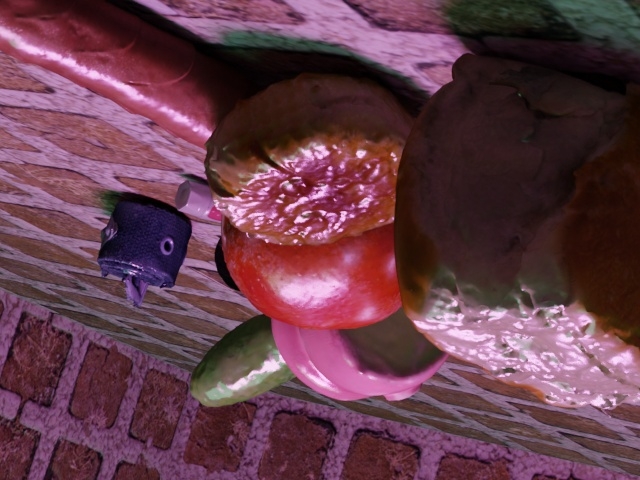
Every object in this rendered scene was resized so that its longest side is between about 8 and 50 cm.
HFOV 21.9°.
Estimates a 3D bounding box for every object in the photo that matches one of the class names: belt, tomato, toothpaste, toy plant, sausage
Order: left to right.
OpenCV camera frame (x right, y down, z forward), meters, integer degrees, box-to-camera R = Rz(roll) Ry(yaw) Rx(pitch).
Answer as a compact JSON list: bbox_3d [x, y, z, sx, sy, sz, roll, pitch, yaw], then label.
[{"bbox_3d":[-0.253,0.022,2.341,0.122,0.128,0.218,16,170,-1],"label":"belt"},{"bbox_3d":[-0.159,-0.151,1.479,0.433,0.088,0.088,26,166,-39],"label":"sausage"},{"bbox_3d":[-0.092,-0.032,2.088,0.194,0.043,0.067,17,166,-32],"label":"toothpaste"},{"bbox_3d":[0.004,0.001,1.716,0.232,0.188,0.232,15,171,2],"label":"tomato"},{"bbox_3d":[0.010,0.101,2.039,0.210,0.317,0.356,62,160,-14],"label":"toy plant"}]

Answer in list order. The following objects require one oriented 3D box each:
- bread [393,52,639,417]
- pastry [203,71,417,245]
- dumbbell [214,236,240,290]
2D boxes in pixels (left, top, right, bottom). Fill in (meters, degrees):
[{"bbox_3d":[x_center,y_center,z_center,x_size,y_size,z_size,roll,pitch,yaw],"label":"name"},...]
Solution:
[{"bbox_3d":[0.198,-0.008,1.281,0.225,0.250,0.279,-6,150,46],"label":"bread"},{"bbox_3d":[-0.001,-0.071,1.480,0.192,0.093,0.182,-22,143,20],"label":"pastry"},{"bbox_3d":[-0.073,0.036,2.225,0.099,0.099,0.208,8,165,36],"label":"dumbbell"}]
